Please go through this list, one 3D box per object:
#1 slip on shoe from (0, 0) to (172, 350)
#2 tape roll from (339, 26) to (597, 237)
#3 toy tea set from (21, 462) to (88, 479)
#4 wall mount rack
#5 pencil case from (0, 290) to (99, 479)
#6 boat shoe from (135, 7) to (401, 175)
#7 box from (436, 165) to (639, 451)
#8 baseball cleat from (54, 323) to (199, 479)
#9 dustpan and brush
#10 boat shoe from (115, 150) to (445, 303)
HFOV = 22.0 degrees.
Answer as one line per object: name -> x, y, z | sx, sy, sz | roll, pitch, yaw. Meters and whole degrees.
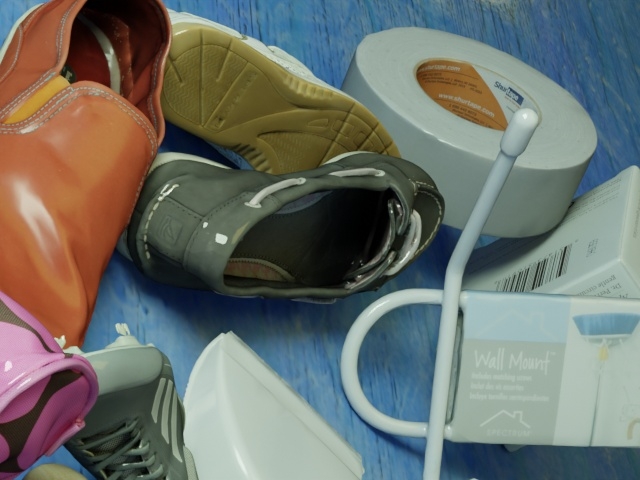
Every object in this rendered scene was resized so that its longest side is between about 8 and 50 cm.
slip on shoe -> -0.153, -0.047, 0.980 | 0.123, 0.101, 0.331 | 44, 32, -29
tape roll -> 0.120, -0.095, 1.391 | 0.219, 0.072, 0.219 | 16, 32, -10
toy tea set -> -0.184, 0.165, 0.689 | 0.200, 0.124, 0.336 | 55, 28, -7
wall mount rack -> 0.201, 0.058, 1.187 | 0.350, 0.304, 0.130 | 3, 9, -17
pencil case -> -0.194, 0.030, 0.763 | 0.209, 0.095, 0.098 | 40, -9, 26
boat shoe -> -0.041, -0.099, 1.220 | 0.277, 0.098, 0.096 | 36, 9, -44
box -> 0.214, 0.056, 1.385 | 0.119, 0.181, 0.182 | 54, 27, -15
baseball cleat -> -0.096, 0.113, 0.877 | 0.206, 0.072, 0.109 | 56, 14, -75
dustpan and brush -> -0.043, 0.171, 1.003 | 0.147, 0.060, 0.211 | 46, 24, -20
boat shoe -> 0.000, 0.000, 1.145 | 0.095, 0.112, 0.335 | 29, 18, 34
